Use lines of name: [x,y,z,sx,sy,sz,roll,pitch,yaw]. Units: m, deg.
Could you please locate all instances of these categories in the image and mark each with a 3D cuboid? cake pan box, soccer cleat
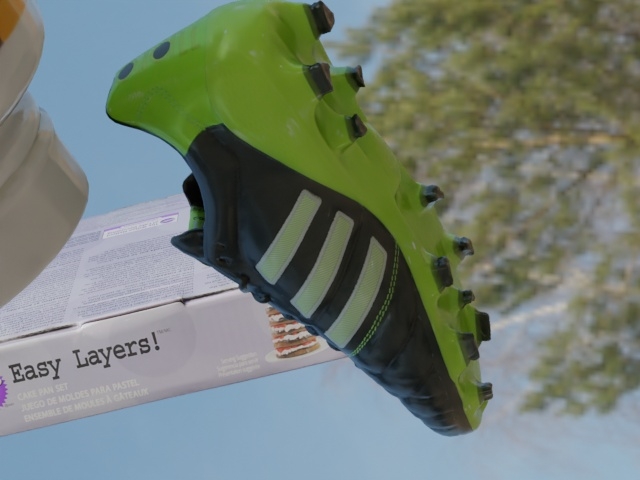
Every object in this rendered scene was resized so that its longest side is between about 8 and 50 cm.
cake pan box: [-0.115,0.035,1.066,0.246,0.267,0.070,-104,1,-75]
soccer cleat: [0.000,0.000,0.500,0.179,0.072,0.060,57,-155,-37]

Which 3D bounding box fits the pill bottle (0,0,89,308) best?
pill bottle: [-0.150,-0.073,0.405,0.215,0.117,0.117,57,-131,-29]
